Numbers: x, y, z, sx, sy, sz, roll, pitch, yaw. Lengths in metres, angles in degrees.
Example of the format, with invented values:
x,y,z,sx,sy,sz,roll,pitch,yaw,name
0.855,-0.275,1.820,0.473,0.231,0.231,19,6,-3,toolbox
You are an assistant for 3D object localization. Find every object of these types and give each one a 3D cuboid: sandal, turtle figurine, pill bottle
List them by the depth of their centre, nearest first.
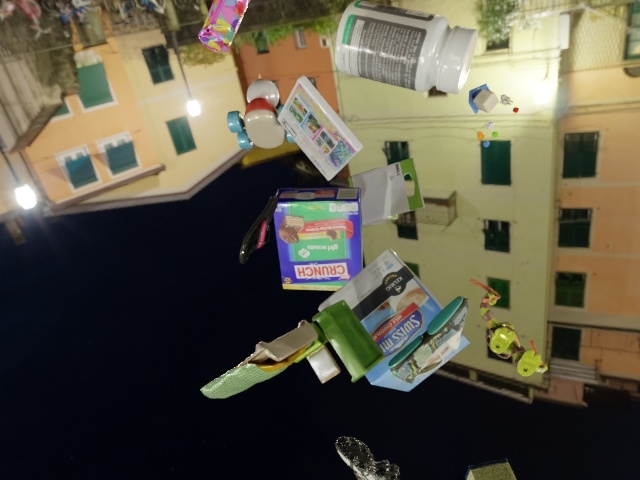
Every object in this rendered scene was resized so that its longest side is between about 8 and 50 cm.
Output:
x,y,z,sx,sy,sz,roll,pitch,yaw,name
0.417,0.215,1.046,0.087,0.270,0.217,-36,173,16,turtle figurine
-0.136,-0.023,1.076,0.040,0.067,0.179,26,-107,8,sandal
0.241,-0.543,1.304,0.360,0.204,0.204,21,-142,17,pill bottle

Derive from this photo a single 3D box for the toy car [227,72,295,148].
x,y,z,sx,sy,sz,roll,pitch,yaw,name
-0.196,-0.470,1.617,0.219,0.210,0.238,-5,-109,7,toy car

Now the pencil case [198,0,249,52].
x,y,z,sx,sy,sz,roll,pitch,yaw,name
-0.277,-0.674,1.355,0.104,0.104,0.236,12,-101,39,pencil case

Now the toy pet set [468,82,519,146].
x,y,z,sx,sy,sz,roll,pitch,yaw,name
0.406,-0.317,1.130,0.122,0.114,0.065,-49,-141,6,toy pet set

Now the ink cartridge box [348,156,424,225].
x,y,z,sx,sy,sz,roll,pitch,yaw,name
0.247,-0.169,1.654,0.255,0.189,0.097,-14,172,27,ink cartridge box

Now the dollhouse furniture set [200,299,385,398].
x,y,z,sx,sy,sz,roll,pitch,yaw,name
-0.044,0.259,0.899,0.197,0.151,0.301,-41,166,30,dollhouse furniture set

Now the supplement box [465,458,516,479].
x,y,z,sx,sy,sz,roll,pitch,yaw,name
0.349,0.499,0.921,0.083,0.056,0.083,-9,-139,-6,supplement box

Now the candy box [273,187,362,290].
x,y,z,sx,sy,sz,roll,pitch,yaw,name
0.000,0.000,1.455,0.268,0.317,0.122,0,-151,9,candy box

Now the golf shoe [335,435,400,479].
x,y,z,sx,sy,sz,roll,pitch,yaw,name
0.107,0.585,1.180,0.094,0.198,0.077,-50,-175,31,golf shoe

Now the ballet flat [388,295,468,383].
x,y,z,sx,sy,sz,roll,pitch,yaw,name
0.202,0.178,0.800,0.188,0.070,0.070,-47,-157,15,ballet flat

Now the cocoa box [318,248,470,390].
x,y,z,sx,sy,sz,roll,pitch,yaw,name
0.202,0.218,1.163,0.231,0.347,0.228,-40,-121,6,cocoa box

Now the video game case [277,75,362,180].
x,y,z,sx,sy,sz,roll,pitch,yaw,name
-0.006,-0.196,0.830,0.019,0.157,0.143,-41,-178,-25,video game case
